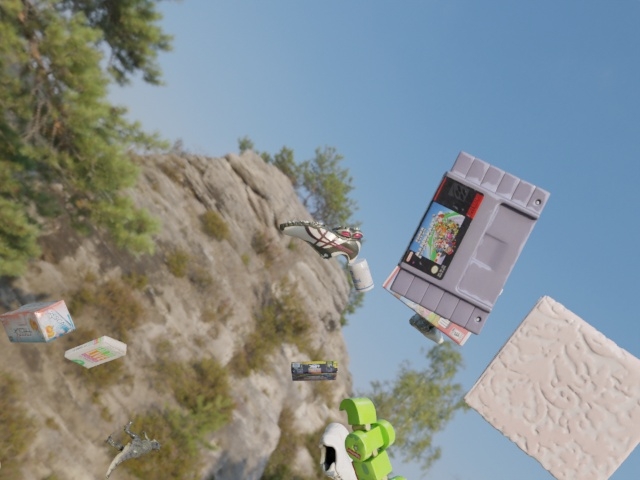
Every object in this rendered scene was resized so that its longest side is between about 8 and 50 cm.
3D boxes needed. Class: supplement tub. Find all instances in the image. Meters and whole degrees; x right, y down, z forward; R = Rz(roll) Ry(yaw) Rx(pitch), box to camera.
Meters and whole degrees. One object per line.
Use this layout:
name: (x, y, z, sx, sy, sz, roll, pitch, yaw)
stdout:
supplement tub: (0.144, 0.125, 2.025, 0.071, 0.071, 0.107, 10, -58, 67)

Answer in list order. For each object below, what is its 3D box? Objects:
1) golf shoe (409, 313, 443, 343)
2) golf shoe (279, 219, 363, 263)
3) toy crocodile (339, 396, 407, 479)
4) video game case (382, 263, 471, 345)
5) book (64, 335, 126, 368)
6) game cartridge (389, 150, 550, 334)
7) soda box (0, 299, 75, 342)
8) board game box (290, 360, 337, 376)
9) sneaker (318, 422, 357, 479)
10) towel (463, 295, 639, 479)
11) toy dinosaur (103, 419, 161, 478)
golf shoe: (0.333, 0.275, 1.782, 0.086, 0.069, 0.176, 52, 3, -11)
golf shoe: (0.000, 0.000, 1.808, 0.272, 0.120, 0.105, 10, 1, -8)
toy crocodile: (0.122, 0.533, 1.318, 0.105, 0.115, 0.341, -24, -101, 43)
video game case: (0.352, 0.139, 1.654, 0.285, 0.204, 0.025, 37, -3, 13)
book: (-0.666, 0.329, 1.683, 0.096, 0.144, 0.035, 50, 23, -49)
game cartridge: (0.329, 0.003, 1.273, 0.230, 0.355, 0.068, 27, 0, 3)
soda box: (-0.539, 0.155, 1.077, 0.183, 0.058, 0.063, -9, -77, 43)
board game box: (-0.023, 0.485, 2.106, 0.141, 0.170, 0.048, 91, -2, -64)
sneaker: (0.049, 0.633, 1.565, 0.090, 0.115, 0.232, -26, -93, 34)
towel: (0.541, 0.342, 1.258, 0.331, 0.317, 0.053, 39, 7, 27)
toy dinosaur: (-0.593, 0.633, 1.755, 0.118, 0.064, 0.268, 45, 14, 15)
